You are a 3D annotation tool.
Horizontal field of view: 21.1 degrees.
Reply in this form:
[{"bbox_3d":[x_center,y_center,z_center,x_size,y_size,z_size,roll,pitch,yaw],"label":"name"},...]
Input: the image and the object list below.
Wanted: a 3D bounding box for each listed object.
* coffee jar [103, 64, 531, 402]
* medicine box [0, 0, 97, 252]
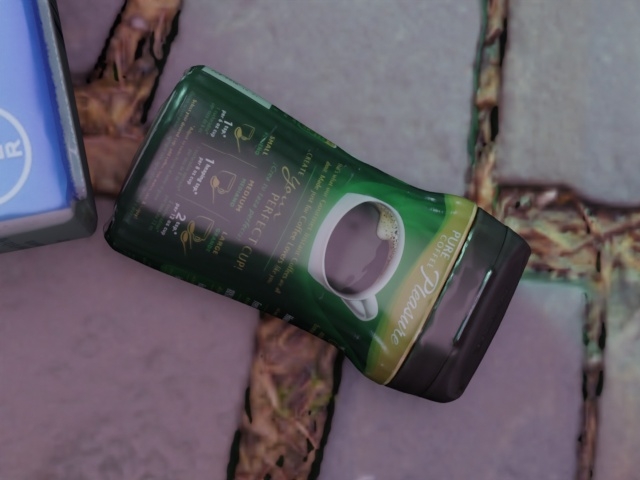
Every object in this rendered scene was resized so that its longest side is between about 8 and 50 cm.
[{"bbox_3d":[0.000,0.000,0.798,0.184,0.079,0.096,28,83,-2],"label":"coffee jar"},{"bbox_3d":[-0.264,-0.105,0.750,0.289,0.149,0.263,-12,89,-5],"label":"medicine box"}]
